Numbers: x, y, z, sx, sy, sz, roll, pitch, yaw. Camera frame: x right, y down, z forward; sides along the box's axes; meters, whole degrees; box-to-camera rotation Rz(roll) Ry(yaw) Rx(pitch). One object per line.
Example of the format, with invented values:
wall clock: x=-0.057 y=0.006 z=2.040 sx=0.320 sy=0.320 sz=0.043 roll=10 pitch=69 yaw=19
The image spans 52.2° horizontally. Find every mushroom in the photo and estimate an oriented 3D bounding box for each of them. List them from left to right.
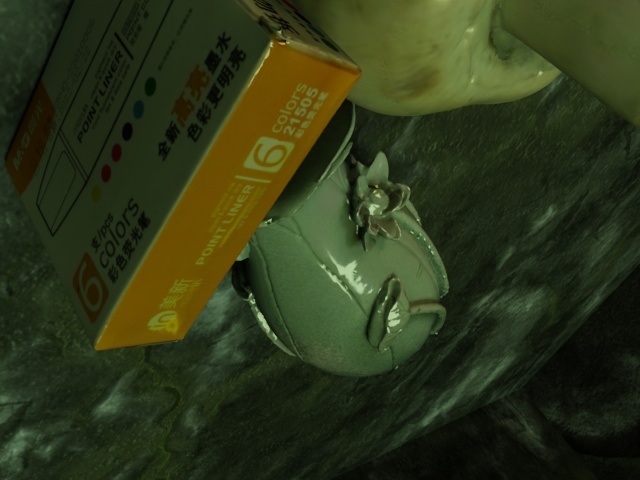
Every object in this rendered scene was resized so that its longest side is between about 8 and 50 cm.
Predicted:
mushroom: x=0.133 y=-0.223 z=0.503 sx=0.325 sy=0.353 sz=0.353 roll=-16 pitch=155 yaw=19

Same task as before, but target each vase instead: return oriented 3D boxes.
vase: x=0.000 y=0.000 z=0.735 sx=0.250 sy=0.250 sz=0.445 roll=-36 pitch=147 yaw=-2

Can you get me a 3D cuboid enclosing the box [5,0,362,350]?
box: x=-0.122 y=-0.083 z=0.488 sx=0.091 sy=0.221 sz=0.274 roll=2 pitch=130 yaw=-49
